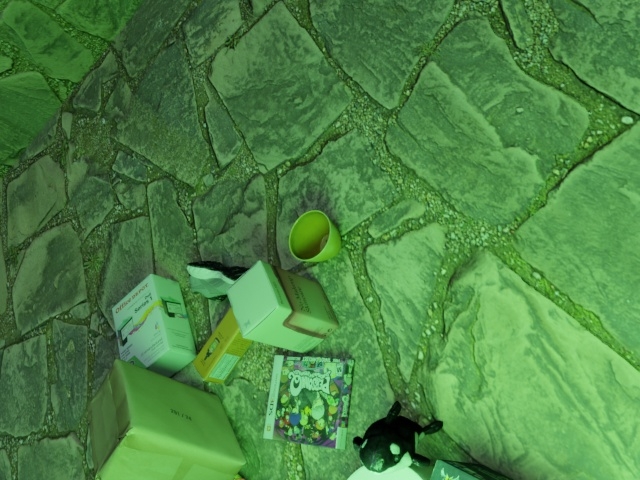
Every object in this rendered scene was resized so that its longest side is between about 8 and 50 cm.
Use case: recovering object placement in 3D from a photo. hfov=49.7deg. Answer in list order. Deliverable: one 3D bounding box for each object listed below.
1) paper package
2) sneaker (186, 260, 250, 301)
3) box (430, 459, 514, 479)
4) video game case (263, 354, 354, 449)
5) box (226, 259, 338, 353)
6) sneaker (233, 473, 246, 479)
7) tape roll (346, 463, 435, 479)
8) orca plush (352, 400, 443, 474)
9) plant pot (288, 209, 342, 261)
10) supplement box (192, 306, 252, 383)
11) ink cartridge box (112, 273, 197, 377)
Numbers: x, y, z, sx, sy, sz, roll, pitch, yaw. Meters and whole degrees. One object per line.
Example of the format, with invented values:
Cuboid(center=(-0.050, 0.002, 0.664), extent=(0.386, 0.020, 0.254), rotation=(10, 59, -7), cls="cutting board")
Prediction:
Cuboid(center=(-0.387, 0.477, 1.703), extent=(0.168, 0.325, 0.309), rotation=(-55, 32, 9), cls="paper package")
Cuboid(center=(-0.269, 0.126, 1.956), extent=(0.272, 0.100, 0.107), rotation=(10, 103, 38), cls="sneaker")
Cuboid(center=(0.339, 0.470, 1.243), extent=(0.233, 0.183, 0.059), rotation=(16, 83, 43), cls="box")
Cuboid(center=(-0.030, 0.387, 1.675), extent=(0.232, 0.042, 0.210), rotation=(-4, 71, 38), cls="video game case")
Cuboid(center=(-0.090, 0.166, 1.685), extent=(0.127, 0.232, 0.148), rotation=(-41, 52, 20), cls="box")
Cuboid(center=(-0.199, 0.619, 1.695), extent=(0.209, 0.081, 0.094), rotation=(-18, 60, 34), cls="sneaker")
Cuboid(center=(0.168, 0.563, 1.356), extent=(0.246, 0.169, 0.246), rotation=(-16, 63, 35), cls="tape roll")
Cuboid(center=(0.165, 0.369, 1.355), extent=(0.151, 0.287, 0.102), rotation=(14, 95, 40), cls="orca plush")
Cuboid(center=(0.000, 0.000, 1.771), extent=(0.134, 0.095, 0.134), rotation=(-15, 64, 34), cls="plant pot")
Cuboid(center=(-0.246, 0.275, 1.876), extent=(0.233, 0.080, 0.078), rotation=(-53, 48, 7), cls="supplement box")
Cuboid(center=(-0.499, 0.270, 2.057), extent=(0.201, 0.117, 0.278), rotation=(-39, 52, 21), cls="ink cartridge box")
